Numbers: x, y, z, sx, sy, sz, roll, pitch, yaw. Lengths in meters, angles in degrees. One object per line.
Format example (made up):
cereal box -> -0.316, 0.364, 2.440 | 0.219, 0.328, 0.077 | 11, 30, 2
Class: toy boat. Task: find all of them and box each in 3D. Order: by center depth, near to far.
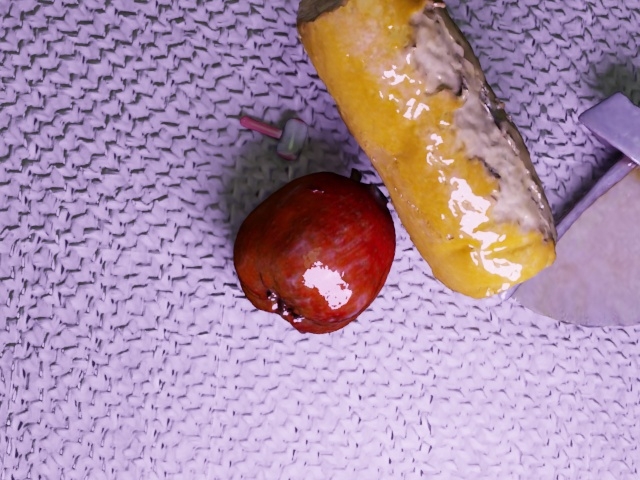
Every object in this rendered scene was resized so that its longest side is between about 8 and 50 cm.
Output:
toy boat -> 0.400, -0.013, 1.313 | 0.276, 0.111, 0.293 | 24, 99, -11

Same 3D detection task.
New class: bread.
bread -> 0.119, -0.133, 1.149 | 0.165, 0.236, 0.375 | -30, 105, 3

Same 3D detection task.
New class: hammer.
hammer -> -0.059, -0.132, 1.255 | 0.083, 0.031, 0.052 | 20, 83, -4

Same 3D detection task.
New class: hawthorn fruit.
hawthorn fruit -> 0.000, 0.000, 1.194 | 0.185, 0.185, 0.202 | 32, 73, -9
